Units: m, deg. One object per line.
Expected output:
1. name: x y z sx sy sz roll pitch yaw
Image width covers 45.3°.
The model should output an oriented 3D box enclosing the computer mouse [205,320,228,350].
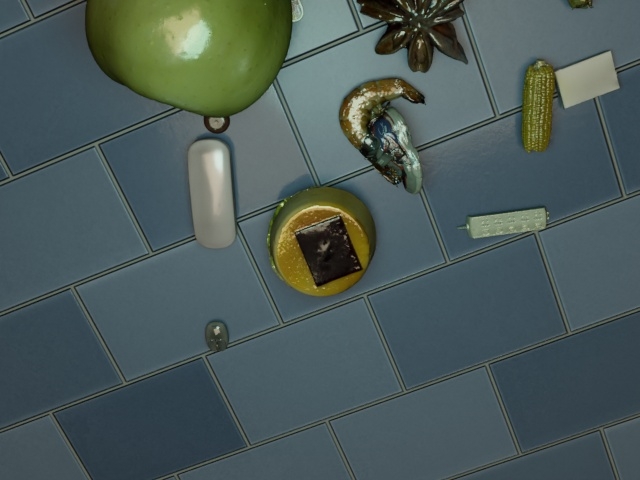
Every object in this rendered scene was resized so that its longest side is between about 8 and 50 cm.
1. computer mouse: -0.294 0.274 2.168 0.065 0.039 0.096 -2 109 1

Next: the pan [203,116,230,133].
1. pan: -0.290 -0.317 1.975 0.115 0.023 0.068 24 108 -8

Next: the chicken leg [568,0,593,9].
1. chicken leg: 0.570 -0.637 1.840 0.103 0.088 0.228 -37 111 2

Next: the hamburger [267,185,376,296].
1. hamburger: 0.000 0.000 2.003 0.300 0.176 0.300 0 107 0

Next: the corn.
1. corn: 0.550 -0.338 1.939 0.080 0.080 0.238 -3 108 1

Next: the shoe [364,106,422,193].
1. shoe: 0.176 -0.211 1.910 0.125 0.099 0.228 -21 103 -2

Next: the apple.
1. apple: -0.279 -0.500 1.703 0.473 0.474 0.474 0 109 0

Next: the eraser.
1. eraser: 0.673 -0.409 1.943 0.150 0.023 0.104 -20 108 6

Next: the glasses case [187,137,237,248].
1. glasses case: -0.283 -0.122 2.015 0.113 0.075 0.297 -1 108 2

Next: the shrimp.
1. shrimp: 0.188 -0.284 1.971 0.222 0.054 0.290 -34 106 9

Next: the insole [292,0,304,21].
1. insole: -0.090 -0.631 1.877 0.065 0.006 0.194 -18 107 6

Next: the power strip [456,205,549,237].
1. power strip: 0.493 -0.048 2.064 0.252 0.027 0.060 -8 109 3

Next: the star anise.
1. star anise: 0.249 -0.538 1.826 0.315 0.108 0.315 6 126 8
